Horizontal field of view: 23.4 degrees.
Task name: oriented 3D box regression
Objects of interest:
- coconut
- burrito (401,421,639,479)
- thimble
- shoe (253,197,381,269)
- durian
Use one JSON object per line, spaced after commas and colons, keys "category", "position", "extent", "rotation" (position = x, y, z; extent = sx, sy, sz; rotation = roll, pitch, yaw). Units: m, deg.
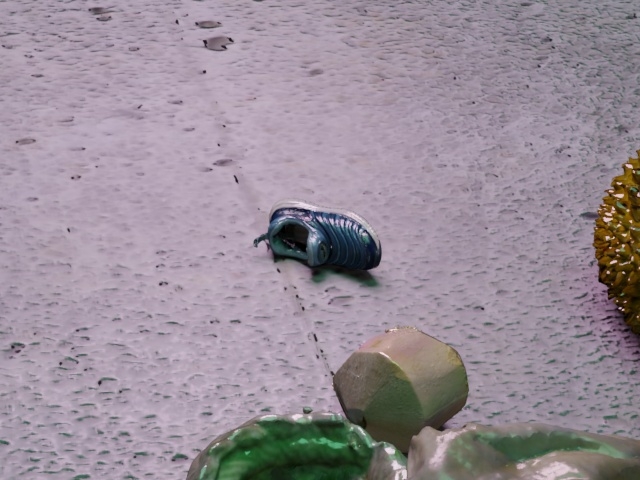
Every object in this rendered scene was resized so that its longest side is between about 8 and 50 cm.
{"category": "coconut", "position": [0.072, 0.147, 1.512], "extent": [0.116, 0.116, 0.122], "rotation": [33, 40, 28]}
{"category": "burrito", "position": [0.226, 0.233, 1.314], "extent": [0.332, 0.135, 0.190], "rotation": [10, 54, -37]}
{"category": "thimble", "position": [-0.018, 0.256, 1.328], "extent": [0.219, 0.150, 0.219], "rotation": [5, 39, -4]}
{"category": "shoe", "position": [0.000, 0.000, 1.723], "extent": [0.143, 0.064, 0.071], "rotation": [18, 38, 17]}
{"category": "durian", "position": [0.430, 0.007, 1.660], "extent": [0.258, 0.258, 0.293], "rotation": [-16, 55, -27]}
